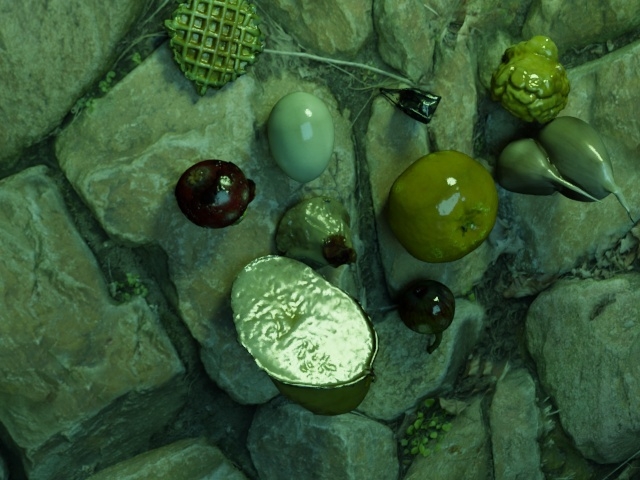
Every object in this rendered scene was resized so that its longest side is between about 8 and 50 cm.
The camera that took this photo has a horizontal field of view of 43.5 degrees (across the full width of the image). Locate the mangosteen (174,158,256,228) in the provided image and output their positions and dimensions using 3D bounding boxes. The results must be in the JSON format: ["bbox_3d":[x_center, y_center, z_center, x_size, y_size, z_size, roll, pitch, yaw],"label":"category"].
[{"bbox_3d":[-0.224,-0.096,1.768,0.166,0.166,0.180,-53,148,2],"label":"mangosteen"}]

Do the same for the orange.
[{"bbox_3d":[0.292,-0.084,1.938,0.279,0.235,0.279,-16,127,-23],"label":"orange"}]

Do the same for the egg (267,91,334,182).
[{"bbox_3d":[-0.042,-0.229,1.795,0.151,0.151,0.209,-14,121,-17],"label":"egg"}]

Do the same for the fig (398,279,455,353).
[{"bbox_3d":[0.290,0.217,2.103,0.149,0.149,0.245,-28,128,-11],"label":"fig"}]

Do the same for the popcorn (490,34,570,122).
[{"bbox_3d":[0.519,-0.391,1.941,0.226,0.200,0.203,4,112,-25],"label":"popcorn"}]

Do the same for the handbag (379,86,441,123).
[{"bbox_3d":[0.202,-0.330,1.893,0.139,0.115,0.072,18,101,-9],"label":"handbag"}]

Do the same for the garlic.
[{"bbox_3d":[0.573,-0.163,1.961,0.231,0.340,0.246,-23,116,-7],"label":"garlic"}]

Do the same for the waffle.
[{"bbox_3d":[-0.220,-0.432,1.704,0.214,0.054,0.208,-35,121,-11],"label":"waffle"}]

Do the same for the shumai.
[{"bbox_3d":[0.000,0.000,1.908,0.201,0.120,0.201,-9,114,-21],"label":"shumai"}]

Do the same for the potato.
[{"bbox_3d":[-0.055,0.267,1.934,0.397,0.296,0.290,28,59,6],"label":"potato"}]
